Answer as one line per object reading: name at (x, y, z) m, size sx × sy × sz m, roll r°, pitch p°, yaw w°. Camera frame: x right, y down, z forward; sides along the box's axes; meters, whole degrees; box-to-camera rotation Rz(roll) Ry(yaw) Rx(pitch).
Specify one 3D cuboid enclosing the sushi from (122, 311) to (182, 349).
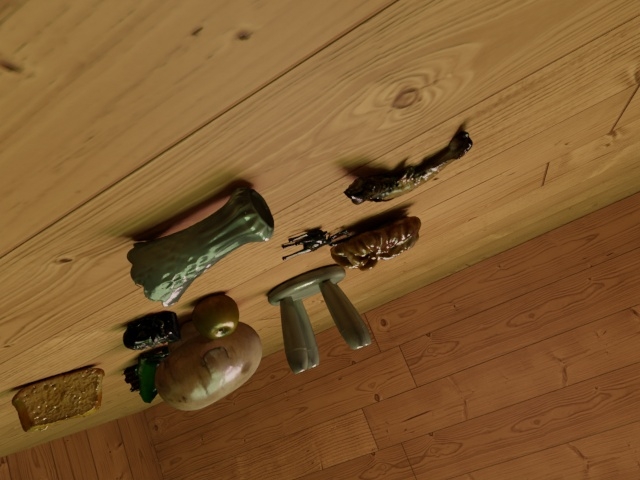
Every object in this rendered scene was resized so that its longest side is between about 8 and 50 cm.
sushi at (-0.312, 0.168, 0.881) m, size 0.083 × 0.056 × 0.084 m, roll -15°, pitch 167°, yaw 1°

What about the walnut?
walnut at (0.103, 0.009, 0.880) m, size 0.170 × 0.069 × 0.143 m, roll -22°, pitch 180°, yaw 0°

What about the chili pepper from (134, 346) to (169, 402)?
chili pepper at (-0.428, 0.350, 1.265) m, size 0.108 × 0.062 × 0.216 m, roll -8°, pitch 137°, yaw -42°

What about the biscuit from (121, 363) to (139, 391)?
biscuit at (-0.428, 0.358, 1.377) m, size 0.252 × 0.070 × 0.106 m, roll -21°, pitch 165°, yaw -4°

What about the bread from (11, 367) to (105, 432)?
bread at (-0.559, 0.343, 1.051) m, size 0.188 × 0.103 × 0.065 m, roll -5°, pitch 156°, yaw -38°

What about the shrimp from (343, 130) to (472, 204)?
shrimp at (0.117, -0.089, 0.604) m, size 0.148 × 0.035 × 0.195 m, roll -29°, pitch 172°, yaw 33°

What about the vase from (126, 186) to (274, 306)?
vase at (-0.121, 0.002, 0.514) m, size 0.149 × 0.081 × 0.081 m, roll -30°, pitch 165°, yaw 13°

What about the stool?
stool at (0.001, 0.181, 1.118) m, size 0.195 × 0.198 × 0.195 m, roll -26°, pitch 165°, yaw 5°

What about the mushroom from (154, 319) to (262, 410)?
mushroom at (-0.244, 0.259, 1.056) m, size 0.255 × 0.184 × 0.255 m, roll -22°, pitch 163°, yaw -7°

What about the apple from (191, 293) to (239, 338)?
apple at (-0.200, 0.144, 0.922) m, size 0.090 × 0.074 × 0.089 m, roll -19°, pitch 145°, yaw -14°

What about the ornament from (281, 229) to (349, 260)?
ornament at (0.000, 0.000, 0.787) m, size 0.125 × 0.028 × 0.073 m, roll -12°, pitch 163°, yaw -30°
